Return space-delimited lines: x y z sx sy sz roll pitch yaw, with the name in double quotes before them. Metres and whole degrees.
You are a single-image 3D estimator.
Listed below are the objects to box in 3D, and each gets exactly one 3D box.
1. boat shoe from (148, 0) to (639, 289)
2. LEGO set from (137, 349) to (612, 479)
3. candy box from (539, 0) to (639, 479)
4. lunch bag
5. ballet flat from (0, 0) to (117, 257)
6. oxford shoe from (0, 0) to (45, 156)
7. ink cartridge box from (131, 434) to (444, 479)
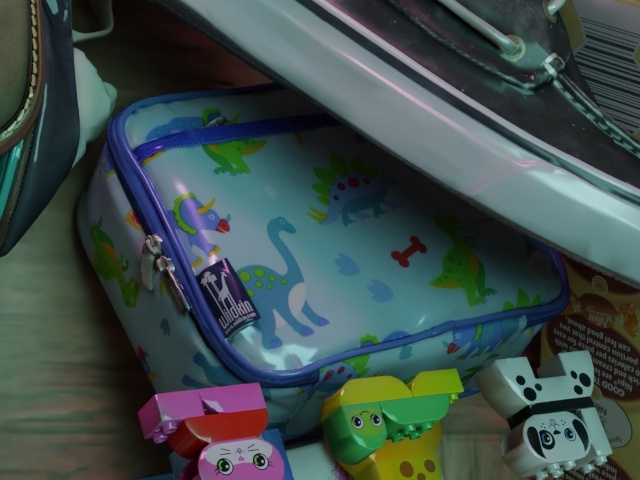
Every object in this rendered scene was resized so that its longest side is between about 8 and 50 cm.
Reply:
"boat shoe" 0.059 -0.091 0.693 0.335 0.121 0.119 33 93 1
"LEGO set" 0.025 0.115 0.666 0.227 0.087 0.093 -3 63 -33
"candy box" 0.210 -0.009 0.837 0.183 0.087 0.316 -24 126 -34
"lunch bag" 0.000 0.000 0.761 0.219 0.090 0.176 -9 58 -34
"ballet flat" -0.130 -0.091 0.733 0.074 0.074 0.203 5 76 -32
"oxford shoe" -0.209 -0.197 0.644 0.123 0.130 0.348 -22 86 -11
"ink cartridge box" -0.003 0.142 0.754 0.143 0.092 0.090 -9 84 -35
